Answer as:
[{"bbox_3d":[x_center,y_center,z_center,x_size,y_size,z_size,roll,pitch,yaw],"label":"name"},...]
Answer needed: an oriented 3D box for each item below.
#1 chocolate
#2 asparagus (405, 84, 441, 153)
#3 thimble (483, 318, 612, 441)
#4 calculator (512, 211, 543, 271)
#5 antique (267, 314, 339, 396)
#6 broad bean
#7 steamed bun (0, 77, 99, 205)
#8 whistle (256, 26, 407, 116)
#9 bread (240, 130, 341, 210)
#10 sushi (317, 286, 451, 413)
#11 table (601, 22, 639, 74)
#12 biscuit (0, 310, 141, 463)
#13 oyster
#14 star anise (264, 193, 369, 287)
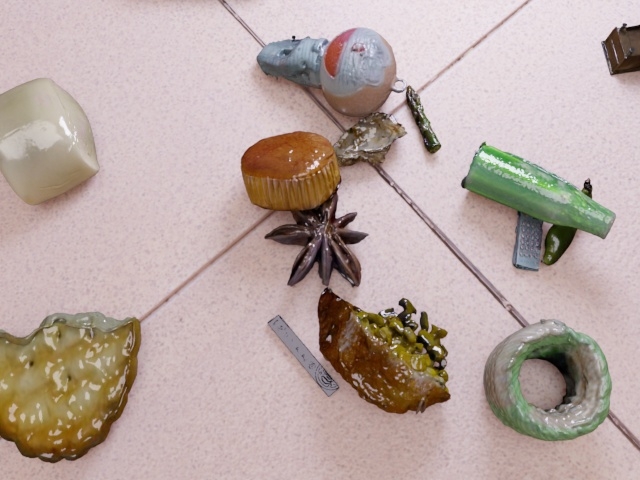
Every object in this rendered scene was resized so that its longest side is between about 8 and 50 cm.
[{"bbox_3d":[0.433,-0.091,1.222,0.291,0.110,0.110,29,79,22],"label":"chocolate"},{"bbox_3d":[0.217,-0.264,1.333,0.030,0.036,0.165,-16,76,-10],"label":"asparagus"},{"bbox_3d":[0.415,0.256,1.146,0.218,0.150,0.219,0,77,2],"label":"thimble"},{"bbox_3d":[0.432,-0.023,1.281,0.057,0.018,0.172,10,76,2],"label":"calculator"},{"bbox_3d":[-0.035,0.228,1.234,0.031,0.015,0.192,-40,79,-8],"label":"antique"},{"bbox_3d":[0.504,-0.033,1.263,0.046,0.061,0.195,29,91,39],"label":"broad bean"},{"bbox_3d":[-0.584,-0.217,1.284,0.199,0.155,0.250,-27,80,-5],"label":"steamed bun"},{"bbox_3d":[0.017,-0.373,1.307,0.347,0.189,0.189,19,78,17],"label":"whistle"},{"bbox_3d":[-0.060,-0.144,1.235,0.199,0.104,0.199,-7,39,6],"label":"bread"},{"bbox_3d":[0.124,0.206,1.170,0.296,0.167,0.179,37,103,16],"label":"sushi"},{"bbox_3d":[0.666,-0.418,1.334,0.070,0.082,0.083,-8,76,-1],"label":"table"},{"bbox_3d":[-0.522,0.250,1.216,0.334,0.078,0.329,28,82,8],"label":"biscuit"},{"bbox_3d":[0.097,-0.206,1.313,0.177,0.056,0.105,-38,63,-12],"label":"oyster"},{"bbox_3d":[0.000,0.000,1.254,0.236,0.093,0.229,39,75,6],"label":"star anise"}]
